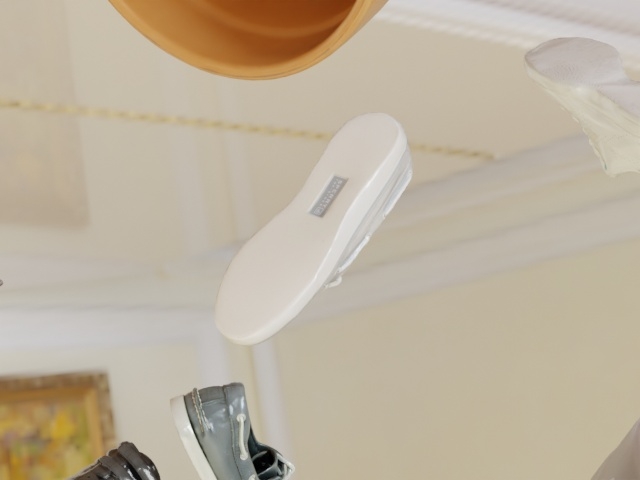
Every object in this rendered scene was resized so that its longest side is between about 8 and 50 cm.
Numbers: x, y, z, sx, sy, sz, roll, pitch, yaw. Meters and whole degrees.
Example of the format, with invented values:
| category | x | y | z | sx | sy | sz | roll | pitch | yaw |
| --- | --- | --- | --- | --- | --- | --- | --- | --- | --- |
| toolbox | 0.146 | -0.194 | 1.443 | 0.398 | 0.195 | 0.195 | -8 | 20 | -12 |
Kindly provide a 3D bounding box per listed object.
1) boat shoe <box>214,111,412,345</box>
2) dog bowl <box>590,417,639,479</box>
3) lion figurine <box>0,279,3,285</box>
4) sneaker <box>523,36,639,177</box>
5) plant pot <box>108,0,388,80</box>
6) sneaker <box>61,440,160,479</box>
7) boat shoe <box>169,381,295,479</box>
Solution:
| category | x | y | z | sx | sy | sz | roll | pitch | yaw |
| --- | --- | --- | --- | --- | --- | --- | --- | --- | --- |
| boat shoe | 0.000 | 0.000 | 1.118 | 0.066 | 0.184 | 0.063 | 19 | 158 | 34 |
| dog bowl | 0.295 | 0.201 | 0.910 | 0.349 | 0.102 | 0.349 | 18 | -160 | -7 |
| lion figurine | -0.395 | 0.103 | 1.075 | 0.392 | 0.240 | 0.142 | 8 | 175 | 19 |
| sneaker | 0.243 | -0.102 | 1.435 | 0.080 | 0.094 | 0.212 | -21 | -144 | -19 |
| plant pot | -0.025 | -0.288 | 1.222 | 0.291 | 0.291 | 0.203 | -18 | -165 | 44 |
| sneaker | -0.259 | 0.296 | 1.922 | 0.147 | 0.104 | 0.296 | -36 | 177 | 2 |
| boat shoe | -0.081 | 0.299 | 2.093 | 0.099 | 0.319 | 0.116 | -25 | -146 | 2 |
